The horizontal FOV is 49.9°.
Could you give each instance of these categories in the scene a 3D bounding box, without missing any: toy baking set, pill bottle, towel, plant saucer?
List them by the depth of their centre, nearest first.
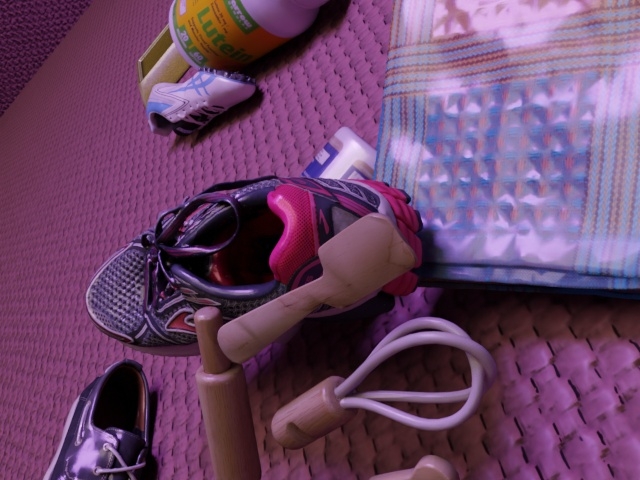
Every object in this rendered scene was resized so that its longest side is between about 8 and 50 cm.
[{"bbox_3d":[0.007,0.104,0.379,0.196,0.256,0.030,1,20,35],"label":"toy baking set"},{"bbox_3d":[0.147,-0.150,0.414,0.271,0.040,0.370,0,82,44],"label":"towel"},{"bbox_3d":[0.000,0.000,0.562,0.169,0.094,0.094,-49,33,8],"label":"pill bottle"},{"bbox_3d":[-0.087,-0.326,0.933,0.245,0.136,0.136,-14,50,46],"label":"pill bottle"},{"bbox_3d":[-0.290,-0.354,1.309,0.188,0.045,0.188,-46,34,14],"label":"plant saucer"}]

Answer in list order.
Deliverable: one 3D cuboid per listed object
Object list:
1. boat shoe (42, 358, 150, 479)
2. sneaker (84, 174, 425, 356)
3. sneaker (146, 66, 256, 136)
[{"bbox_3d":[-0.202,0.211,0.642,0.079,0.084,0.233,-42,31,20],"label":"boat shoe"},{"bbox_3d":[-0.079,0.012,0.483,0.299,0.112,0.121,-18,73,39],"label":"sneaker"},{"bbox_3d":[-0.172,-0.196,0.993,0.237,0.085,0.086,0,87,48],"label":"sneaker"}]
